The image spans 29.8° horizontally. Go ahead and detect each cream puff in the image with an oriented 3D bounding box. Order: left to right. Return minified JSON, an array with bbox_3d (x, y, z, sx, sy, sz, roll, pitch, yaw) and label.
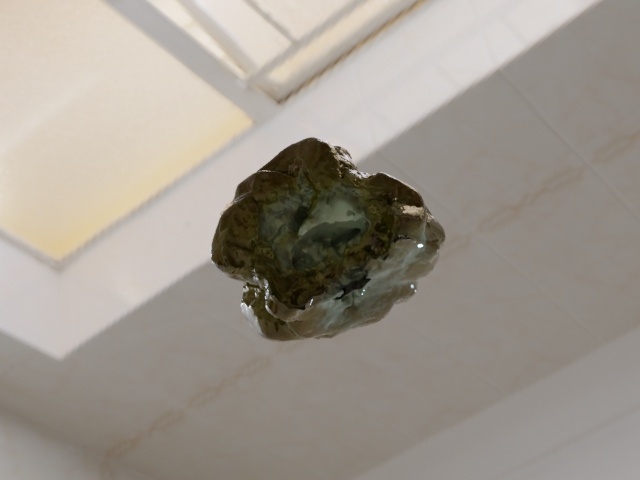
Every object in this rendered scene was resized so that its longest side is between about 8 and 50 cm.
[{"bbox_3d":[0.007,-0.001,1.804,0.323,0.274,0.270,-28,-121,-2],"label":"cream puff"}]
